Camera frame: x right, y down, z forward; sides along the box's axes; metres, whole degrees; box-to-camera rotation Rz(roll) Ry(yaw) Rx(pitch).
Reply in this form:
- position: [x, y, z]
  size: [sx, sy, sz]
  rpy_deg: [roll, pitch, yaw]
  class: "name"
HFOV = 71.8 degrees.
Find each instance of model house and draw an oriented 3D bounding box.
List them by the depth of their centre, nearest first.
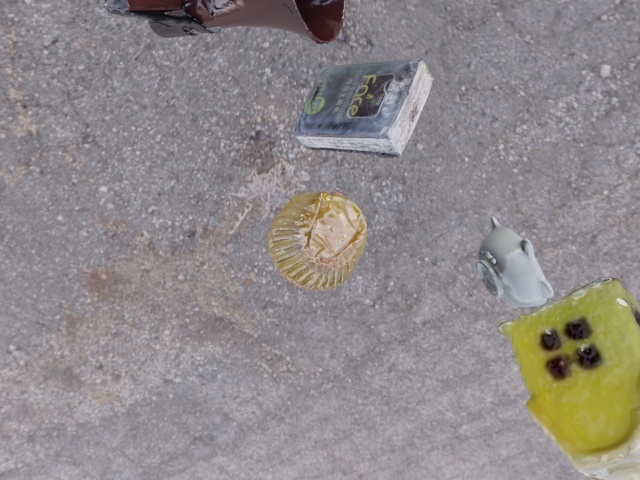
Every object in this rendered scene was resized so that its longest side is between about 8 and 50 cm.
- position: [0.343, 0.202, 0.529]
  size: [0.193, 0.234, 0.174]
  rpy_deg: [40, 130, -24]
  class: "model house"

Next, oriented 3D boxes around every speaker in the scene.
- position: [-0.149, -0.356, 0.671]
  size: [0.329, 0.259, 0.198]
  rpy_deg: [-2, 142, 23]
  class: "speaker"

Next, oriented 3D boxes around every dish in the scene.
- position: [0.419, 0.062, 1.028]
  size: [0.086, 0.236, 0.228]
  rpy_deg: [-25, 93, -1]
  class: "dish"

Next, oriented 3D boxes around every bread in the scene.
- position: [0.000, 0.000, 1.151]
  size: [0.274, 0.149, 0.274]
  rpy_deg: [1, 86, -17]
  class: "bread"

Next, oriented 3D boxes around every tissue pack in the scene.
- position: [0.074, -0.252, 0.840]
  size: [0.235, 0.173, 0.073]
  rpy_deg: [15, 165, 40]
  class: "tissue pack"
